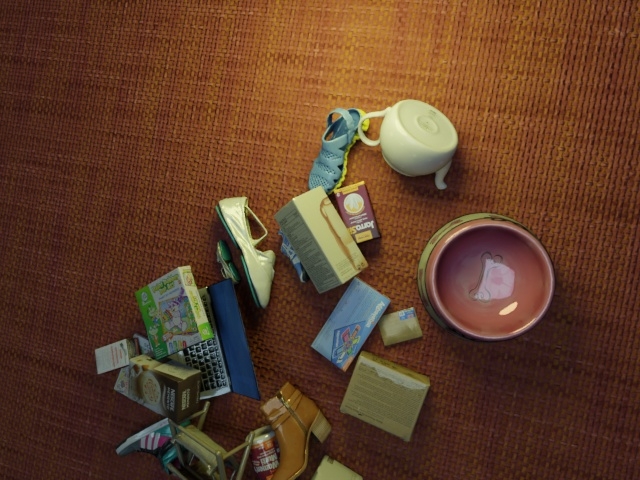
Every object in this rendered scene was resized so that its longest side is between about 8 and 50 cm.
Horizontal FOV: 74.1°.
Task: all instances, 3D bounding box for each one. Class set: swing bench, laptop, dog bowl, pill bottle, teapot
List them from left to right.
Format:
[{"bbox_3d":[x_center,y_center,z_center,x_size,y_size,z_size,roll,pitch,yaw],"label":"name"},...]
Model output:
[{"bbox_3d":[-0.412,0.354,1.401,0.407,0.236,0.383,-15,85,2],"label":"laptop"},{"bbox_3d":[-0.360,0.708,1.366,0.253,0.165,0.255,12,100,36],"label":"swing bench"},{"bbox_3d":[-0.161,0.741,1.402,0.121,0.121,0.222,-21,84,11],"label":"pill bottle"},{"bbox_3d":[0.275,-0.291,1.302,0.252,0.187,0.256,-7,62,-28],"label":"teapot"},{"bbox_3d":[0.495,0.115,1.263,0.407,0.150,0.409,0,88,13],"label":"dog bowl"}]

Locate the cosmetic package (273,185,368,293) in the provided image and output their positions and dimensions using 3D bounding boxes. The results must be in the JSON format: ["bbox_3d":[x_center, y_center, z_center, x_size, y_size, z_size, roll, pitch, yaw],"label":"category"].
[{"bbox_3d":[0.000,0.000,1.339,0.129,0.153,0.296,-30,90,-35],"label":"cosmetic package"}]

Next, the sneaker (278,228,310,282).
[{"bbox_3d":[-0.082,0.042,1.430,0.081,0.080,0.212,-19,75,17],"label":"sneaker"}]

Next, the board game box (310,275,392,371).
[{"bbox_3d":[0.100,0.274,1.401,0.145,0.027,0.282,34,96,17],"label":"board game box"}]

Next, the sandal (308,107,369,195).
[{"bbox_3d":[0.037,-0.297,1.367,0.126,0.138,0.318,23,92,27],"label":"sandal"}]

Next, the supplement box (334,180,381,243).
[{"bbox_3d":[0.122,-0.085,1.381,0.103,0.081,0.188,-17,86,11],"label":"supplement box"}]

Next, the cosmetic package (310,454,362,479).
[{"bbox_3d":[-0.026,0.912,1.325,0.156,0.217,0.385,28,97,12],"label":"cosmetic package"}]

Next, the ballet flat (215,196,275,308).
[{"bbox_3d":[-0.227,0.027,1.439,0.139,0.139,0.401,-25,83,10],"label":"ballet flat"}]

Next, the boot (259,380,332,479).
[{"bbox_3d":[-0.116,0.613,1.343,0.220,0.109,0.283,46,59,3],"label":"boot"}]

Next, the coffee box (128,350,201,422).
[{"bbox_3d":[-0.519,0.478,1.406,0.246,0.098,0.141,8,98,30],"label":"coffee box"}]

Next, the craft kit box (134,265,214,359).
[{"bbox_3d":[-0.486,0.241,1.396,0.249,0.060,0.247,-27,77,29],"label":"craft kit box"}]

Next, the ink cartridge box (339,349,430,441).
[{"bbox_3d":[0.204,0.488,1.348,0.234,0.088,0.194,21,95,11],"label":"ink cartridge box"}]

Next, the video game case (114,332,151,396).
[{"bbox_3d":[-0.633,0.486,1.556,0.206,0.026,0.227,22,94,12],"label":"video game case"}]

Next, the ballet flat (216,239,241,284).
[{"bbox_3d":[-0.336,0.081,1.489,0.052,0.057,0.169,-26,83,20],"label":"ballet flat"}]

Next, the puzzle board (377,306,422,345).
[{"bbox_3d":[0.257,0.280,1.381,0.128,0.011,0.097,-18,84,10],"label":"puzzle board"}]

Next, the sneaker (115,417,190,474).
[{"bbox_3d":[-0.570,0.742,1.494,0.295,0.124,0.179,-29,74,9],"label":"sneaker"}]

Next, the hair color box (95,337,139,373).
[{"bbox_3d":[-0.741,0.422,1.546,0.167,0.053,0.093,-21,75,23],"label":"hair color box"}]
